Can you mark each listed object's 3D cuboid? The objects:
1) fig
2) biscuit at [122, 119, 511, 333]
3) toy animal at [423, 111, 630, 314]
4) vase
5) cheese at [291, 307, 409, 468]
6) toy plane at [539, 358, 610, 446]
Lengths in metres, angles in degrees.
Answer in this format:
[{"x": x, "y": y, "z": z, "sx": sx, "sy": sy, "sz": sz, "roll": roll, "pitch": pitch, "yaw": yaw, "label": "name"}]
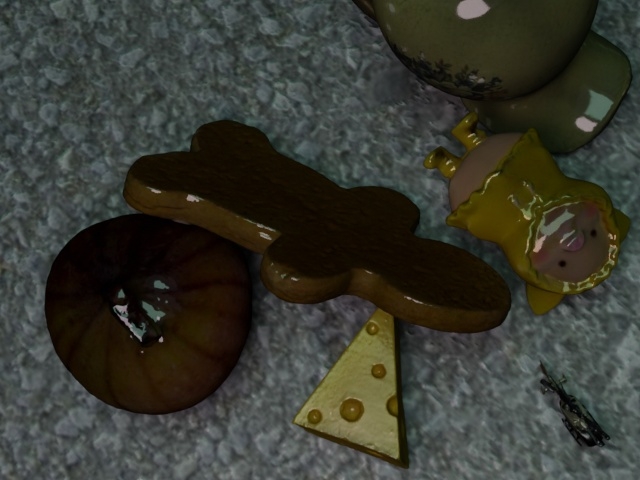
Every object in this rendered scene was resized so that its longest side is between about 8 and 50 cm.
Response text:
[{"x": -0.190, "y": 0.072, "z": 1.260, "sx": 0.235, "sy": 0.214, "sz": 0.235, "roll": -16, "pitch": 50, "yaw": 21, "label": "fig"}, {"x": 0.000, "y": 0.001, "z": 1.230, "sx": 0.432, "sy": 0.283, "sz": 0.064, "roll": 26, "pitch": 119, "yaw": 17, "label": "biscuit"}, {"x": 0.221, "y": -0.037, "z": 1.245, "sx": 0.230, "sy": 0.156, "sz": 0.156, "roll": 44, "pitch": 85, "yaw": -3, "label": "toy animal"}, {"x": 0.165, "y": -0.262, "z": 1.275, "sx": 0.329, "sy": 0.302, "sz": 0.241, "roll": 21, "pitch": 78, "yaw": 33, "label": "vase"}, {"x": 0.059, "y": 0.144, "z": 1.247, "sx": 0.126, "sy": 0.093, "sz": 0.171, "roll": 16, "pitch": 76, "yaw": 14, "label": "cheese"}, {"x": 0.270, "y": 0.180, "z": 1.224, "sx": 0.031, "sy": 0.049, "sz": 0.120, "roll": -33, "pitch": 54, "yaw": -2, "label": "toy plane"}]
